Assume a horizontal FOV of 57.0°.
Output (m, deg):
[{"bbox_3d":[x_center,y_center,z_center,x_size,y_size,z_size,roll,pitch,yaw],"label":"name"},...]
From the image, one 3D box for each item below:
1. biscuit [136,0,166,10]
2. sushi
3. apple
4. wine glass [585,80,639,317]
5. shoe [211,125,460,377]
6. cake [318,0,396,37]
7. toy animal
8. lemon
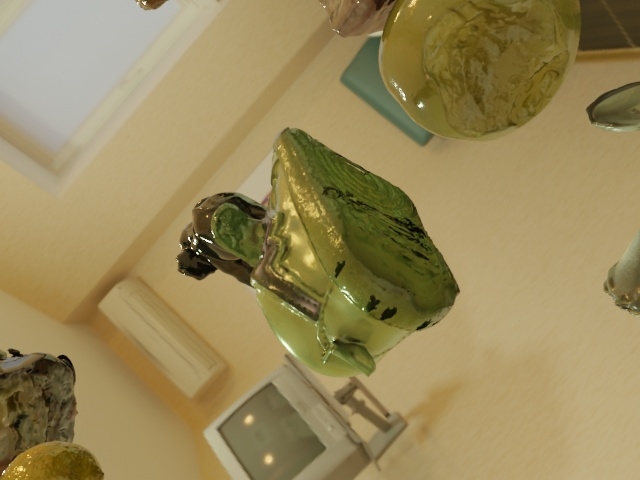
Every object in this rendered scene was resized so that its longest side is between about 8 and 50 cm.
[{"bbox_3d":[-0.300,-0.667,1.328,0.166,0.343,0.395,61,172,-26],"label":"biscuit"},{"bbox_3d":[-0.704,0.383,1.194,0.285,0.328,0.328,-1,-173,26],"label":"sushi"},{"bbox_3d":[0.224,-0.278,0.835,0.279,0.279,0.279,41,180,0],"label":"apple"},{"bbox_3d":[0.367,-0.048,0.631,0.232,0.156,0.156,66,169,-24],"label":"wine glass"},{"bbox_3d":[0.004,-0.006,0.453,0.140,0.128,0.262,41,-169,-28],"label":"shoe"},{"bbox_3d":[0.130,-0.484,0.912,0.237,0.309,0.230,62,149,10],"label":"cake"},{"bbox_3d":[-0.109,-0.002,0.781,0.146,0.114,0.245,19,151,-12],"label":"toy animal"},{"bbox_3d":[-0.189,0.172,0.408,0.062,0.083,0.062,-17,-90,-87],"label":"lemon"}]
